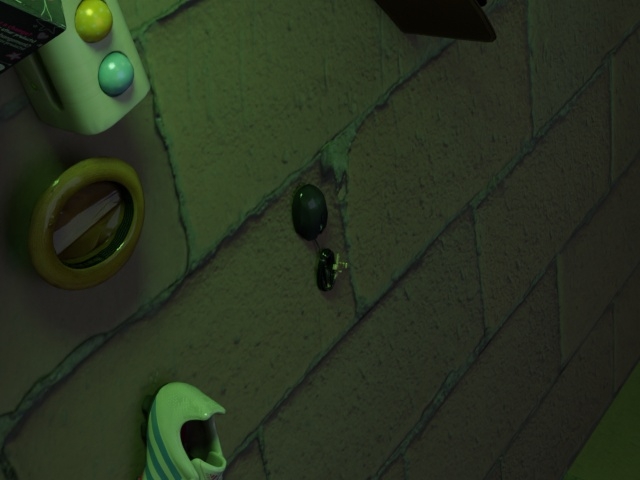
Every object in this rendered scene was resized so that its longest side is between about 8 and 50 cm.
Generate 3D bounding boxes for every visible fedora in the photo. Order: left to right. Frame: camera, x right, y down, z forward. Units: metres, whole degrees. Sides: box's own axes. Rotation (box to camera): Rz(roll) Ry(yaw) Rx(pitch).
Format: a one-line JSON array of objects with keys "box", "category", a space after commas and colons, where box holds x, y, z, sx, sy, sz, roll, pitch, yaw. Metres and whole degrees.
[{"box": [-0.325, -0.030, 1.507, 0.194, 0.079, 0.194, -25, 125, -42], "category": "fedora"}]

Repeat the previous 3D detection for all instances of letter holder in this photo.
[{"box": [0.198, -0.487, 1.969, 0.302, 0.214, 0.152, 34, 75, -55], "category": "letter holder"}]

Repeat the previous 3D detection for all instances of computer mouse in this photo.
[{"box": [0.000, 0.000, 2.032, 0.071, 0.041, 0.242, -50, 140, -34], "category": "computer mouse"}]

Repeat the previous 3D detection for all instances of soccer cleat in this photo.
[{"box": [-0.218, 0.388, 1.773, 0.116, 0.143, 0.331, -18, 118, -52], "category": "soccer cleat"}]

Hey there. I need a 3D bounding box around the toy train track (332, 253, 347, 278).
[{"box": [0.040, 0.048, 2.112, 0.083, 0.014, 0.048, -5, 101, -75], "category": "toy train track"}]

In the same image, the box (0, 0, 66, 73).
[{"box": [-0.367, -0.303, 1.105, 0.163, 0.142, 0.247, 17, 54, -55], "category": "box"}]

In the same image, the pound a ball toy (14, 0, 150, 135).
[{"box": [-0.294, -0.318, 1.385, 0.208, 0.135, 0.319, -49, 139, -33], "category": "pound a ball toy"}]
